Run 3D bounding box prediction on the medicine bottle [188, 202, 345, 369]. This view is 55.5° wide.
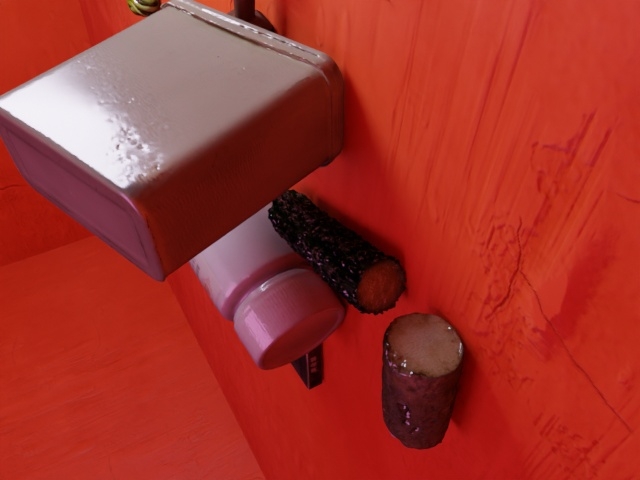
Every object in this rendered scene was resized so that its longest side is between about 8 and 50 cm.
[{"bbox_3d":[-0.130,0.044,1.177,0.371,0.211,0.211,54,156,23],"label":"medicine bottle"}]

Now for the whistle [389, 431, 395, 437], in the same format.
[{"bbox_3d":[0.130,0.300,1.046,0.035,0.035,0.100,20,127,63],"label":"whistle"}]

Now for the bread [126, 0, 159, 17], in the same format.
[{"bbox_3d":[-0.460,-0.630,1.549,0.139,0.071,0.130,53,150,35],"label":"bread"}]

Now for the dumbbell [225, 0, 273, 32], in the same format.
[{"bbox_3d":[-0.115,-0.385,0.913,0.082,0.092,0.230,29,144,17],"label":"dumbbell"}]

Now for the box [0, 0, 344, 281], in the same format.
[{"bbox_3d":[-0.205,-0.158,0.855,0.352,0.344,0.177,31,146,27],"label":"box"}]

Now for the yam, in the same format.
[{"bbox_3d":[0.136,0.200,0.837,0.107,0.107,0.194,49,153,41],"label":"yam"}]

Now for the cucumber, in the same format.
[{"bbox_3d":[0.000,0.000,0.988,0.359,0.096,0.096,37,143,52],"label":"cucumber"}]

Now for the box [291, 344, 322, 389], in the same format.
[{"bbox_3d":[-0.092,0.184,1.465,0.325,0.047,0.180,48,151,41],"label":"box"}]
